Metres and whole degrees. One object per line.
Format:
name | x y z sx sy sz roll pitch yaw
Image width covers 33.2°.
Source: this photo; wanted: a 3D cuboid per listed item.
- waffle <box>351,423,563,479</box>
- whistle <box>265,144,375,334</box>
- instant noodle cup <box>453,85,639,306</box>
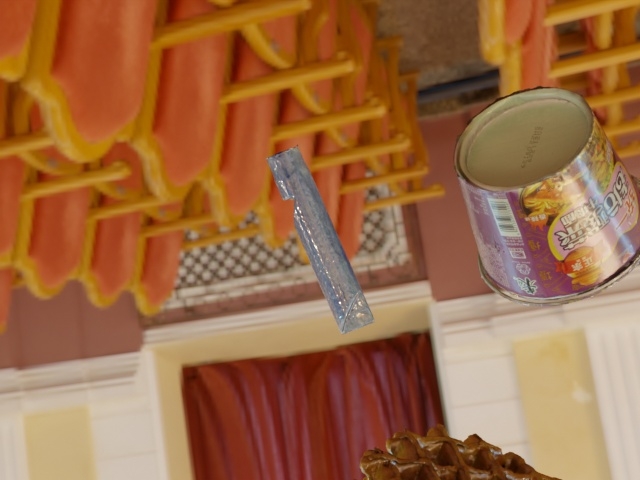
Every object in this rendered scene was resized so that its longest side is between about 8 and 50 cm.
waffle | 0.168 0.273 0.996 0.292 0.069 0.260 26 -159 15
whistle | 0.000 0.000 1.677 0.062 0.304 0.062 -23 -175 2
instant noodle cup | 0.392 -0.095 1.883 0.339 0.340 0.266 -13 132 24
